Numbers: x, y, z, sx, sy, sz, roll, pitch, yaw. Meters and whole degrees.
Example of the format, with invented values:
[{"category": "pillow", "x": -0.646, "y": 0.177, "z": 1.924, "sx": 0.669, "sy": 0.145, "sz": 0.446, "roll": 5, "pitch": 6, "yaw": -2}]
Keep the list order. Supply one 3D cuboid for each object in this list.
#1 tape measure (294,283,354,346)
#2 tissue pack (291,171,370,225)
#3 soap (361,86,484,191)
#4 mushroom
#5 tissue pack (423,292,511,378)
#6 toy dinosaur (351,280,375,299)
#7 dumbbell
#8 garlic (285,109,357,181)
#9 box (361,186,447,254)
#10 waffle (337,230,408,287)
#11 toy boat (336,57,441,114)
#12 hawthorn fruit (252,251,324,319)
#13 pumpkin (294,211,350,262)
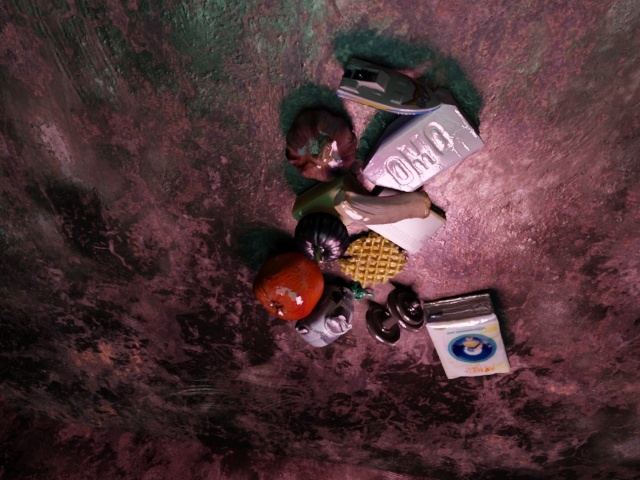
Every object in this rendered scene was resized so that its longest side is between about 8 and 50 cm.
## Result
[{"category": "tape measure", "x": 0.017, "y": 0.300, "z": 1.870, "sx": 0.275, "sy": 0.256, "sz": 0.147, "roll": -34, "pitch": 111, "yaw": 29}, {"category": "tissue pack", "x": 0.037, "y": -0.123, "z": 1.597, "sx": 0.234, "sy": 0.125, "sz": 0.159, "roll": -28, "pitch": 122, "yaw": 28}, {"category": "soap", "x": 0.302, "y": -0.292, "z": 1.427, "sx": 0.347, "sy": 0.115, "sz": 0.208, "roll": -33, "pitch": 118, "yaw": 30}, {"category": "mushroom", "x": 0.206, "y": -0.112, "z": 1.490, "sx": 0.351, "sy": 0.095, "sz": 0.123, "roll": -2, "pitch": 127, "yaw": -22}, {"category": "tissue pack", "x": 0.631, "y": 0.416, "z": 1.948, "sx": 0.287, "sy": 0.162, "sz": 0.388, "roll": -13, "pitch": 127, "yaw": 22}, {"category": "toy dinosaur", "x": 0.166, "y": 0.222, "z": 1.923, "sx": 0.132, "sy": 0.059, "sz": 0.096, "roll": 13, "pitch": 139, "yaw": 8}, {"category": "dumbbell", "x": 0.307, "y": 0.321, "z": 1.892, "sx": 0.192, "sy": 0.192, "sz": 0.290, "roll": 32, "pitch": 129, "yaw": -18}, {"category": "garlic", "x": 0.000, "y": -0.287, "z": 1.442, "sx": 0.245, "sy": 0.160, "sz": 0.245, "roll": 4, "pitch": 131, "yaw": 5}, {"category": "box", "x": 0.291, "y": -0.079, "z": 1.644, "sx": 0.270, "sy": 0.045, "sz": 0.211, "roll": 28, "pitch": 121, "yaw": -16}, {"category": "waffle", "x": 0.200, "y": 0.081, "z": 1.794, "sx": 0.261, "sy": 0.056, "sz": 0.250, "roll": -31, "pitch": 120, "yaw": 26}, {"category": "toy boat", "x": 0.200, "y": -0.426, "z": 1.289, "sx": 0.295, "sy": 0.129, "sz": 0.088, "roll": 20, "pitch": 162, "yaw": 8}, {"category": "hawthorn fruit", "x": -0.113, "y": 0.173, "z": 1.792, "sx": 0.275, "sy": 0.299, "sz": 0.275, "roll": 15, "pitch": 115, "yaw": 34}, {"category": "pumpkin", "x": 0.003, "y": -0.010, "z": 1.527, "sx": 0.194, "sy": 0.150, "sz": 0.194, "roll": 12, "pitch": 116, "yaw": 27}]
